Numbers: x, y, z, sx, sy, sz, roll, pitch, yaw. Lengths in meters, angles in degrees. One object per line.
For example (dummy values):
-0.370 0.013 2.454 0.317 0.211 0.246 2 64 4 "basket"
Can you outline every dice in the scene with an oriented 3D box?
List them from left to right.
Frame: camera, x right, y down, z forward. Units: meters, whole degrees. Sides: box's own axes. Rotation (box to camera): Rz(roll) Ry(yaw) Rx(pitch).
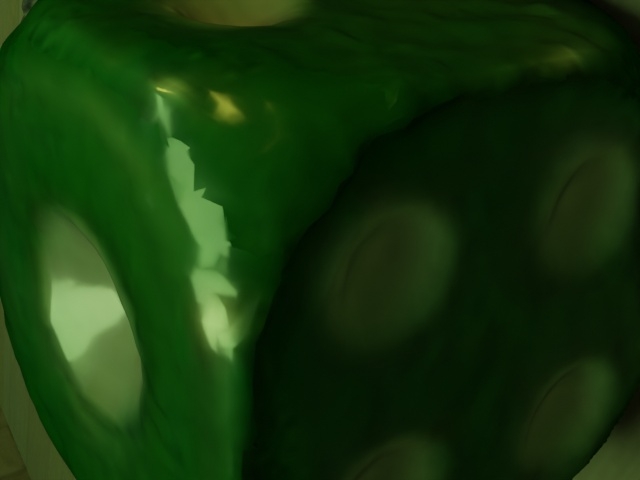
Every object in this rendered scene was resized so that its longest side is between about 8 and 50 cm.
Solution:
0.000 0.000 0.615 0.287 0.300 0.297 31 129 48 "dice"

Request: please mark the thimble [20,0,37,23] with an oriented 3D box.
-0.150 -0.147 0.951 0.236 0.172 0.205 -34 70 58 "thimble"
